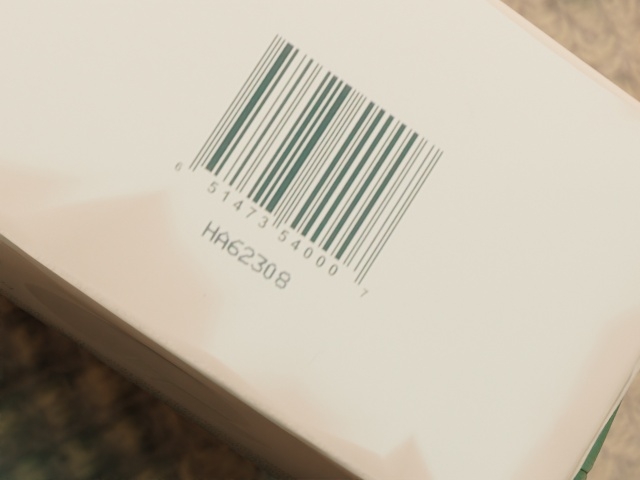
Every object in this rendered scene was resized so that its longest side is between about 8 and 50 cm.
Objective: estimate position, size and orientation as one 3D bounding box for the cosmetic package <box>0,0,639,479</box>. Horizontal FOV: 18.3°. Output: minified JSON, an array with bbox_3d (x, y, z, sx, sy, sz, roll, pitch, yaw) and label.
[{"bbox_3d":[-0.029,-0.020,0.633,0.224,0.224,0.138,35,79,-11],"label":"cosmetic package"}]

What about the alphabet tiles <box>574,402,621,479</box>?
[{"bbox_3d":[0.017,0.115,0.653,0.009,0.237,0.198,35,61,-11],"label":"alphabet tiles"}]
